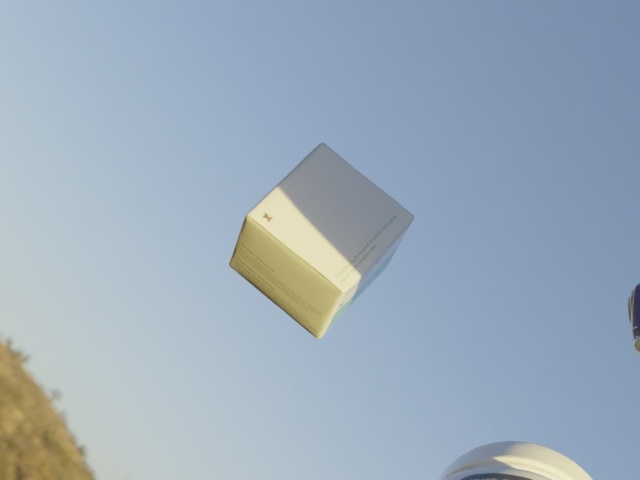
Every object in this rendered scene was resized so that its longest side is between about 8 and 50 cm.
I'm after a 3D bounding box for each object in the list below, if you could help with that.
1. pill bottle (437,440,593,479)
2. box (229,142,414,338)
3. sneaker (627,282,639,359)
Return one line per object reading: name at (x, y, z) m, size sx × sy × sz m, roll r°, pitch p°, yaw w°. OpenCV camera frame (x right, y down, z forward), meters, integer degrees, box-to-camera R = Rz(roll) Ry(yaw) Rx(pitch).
pill bottle at (0.137, 0.308, 1.098) m, size 0.210 × 0.210 × 0.363 m, roll 49°, pitch 22°, yaw -1°
box at (0.000, 0.000, 1.100) m, size 0.102 × 0.101 × 0.087 m, roll 39°, pitch -32°, yaw 10°
sneaker at (0.392, 0.148, 1.397) m, size 0.182 × 0.127 × 0.316 m, roll 57°, pitch 21°, yaw -50°
